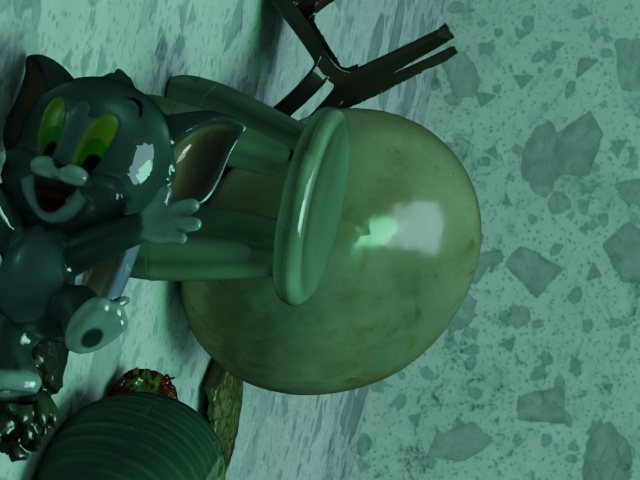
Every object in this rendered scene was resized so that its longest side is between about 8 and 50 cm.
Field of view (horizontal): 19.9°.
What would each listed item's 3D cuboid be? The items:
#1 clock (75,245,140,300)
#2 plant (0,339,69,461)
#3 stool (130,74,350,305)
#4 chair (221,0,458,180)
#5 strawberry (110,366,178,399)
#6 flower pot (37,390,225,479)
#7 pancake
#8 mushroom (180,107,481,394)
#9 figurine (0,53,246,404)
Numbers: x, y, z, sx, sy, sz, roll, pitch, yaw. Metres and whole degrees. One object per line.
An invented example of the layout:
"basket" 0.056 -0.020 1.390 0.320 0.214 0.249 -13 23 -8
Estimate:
"clock" -0.203 -0.011 1.553 0.172 0.064 0.198 -4 106 -79
"plant" -0.241 0.099 1.415 0.094 0.092 0.143 87 15 -64
"stool" -0.086 -0.049 1.771 0.195 0.199 0.195 -39 139 -70
"chair" -0.017 -0.215 2.175 0.326 0.183 0.175 -33 170 4
"strawberry" -0.184 0.172 1.864 0.073 0.073 0.083 -63 175 -55
"flower pot" -0.179 0.244 1.718 0.243 0.157 0.189 -59 157 -65
"pancake" -0.130 0.241 2.314 0.212 0.029 0.235 53 50 -77
"mushroom" 0.000 0.000 2.074 0.294 0.362 0.362 54 -27 40
"figurine" -0.172 -0.005 1.357 0.140 0.193 0.265 10 88 -74
